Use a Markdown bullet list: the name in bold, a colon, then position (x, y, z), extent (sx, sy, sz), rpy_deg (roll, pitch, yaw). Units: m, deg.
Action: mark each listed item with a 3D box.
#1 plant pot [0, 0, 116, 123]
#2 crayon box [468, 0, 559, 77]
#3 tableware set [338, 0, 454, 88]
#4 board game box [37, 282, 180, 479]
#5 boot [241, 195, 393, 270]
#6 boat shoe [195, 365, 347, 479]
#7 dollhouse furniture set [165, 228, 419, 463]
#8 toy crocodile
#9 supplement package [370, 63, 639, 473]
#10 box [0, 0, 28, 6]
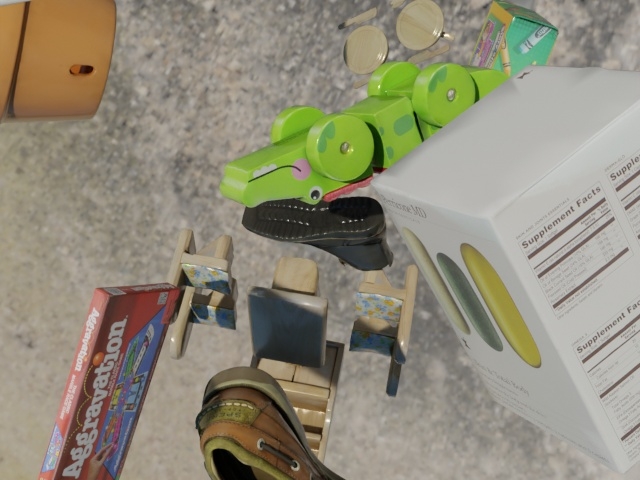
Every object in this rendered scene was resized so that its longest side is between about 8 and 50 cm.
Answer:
- **plant pot**: position (-0.443, -0.308, 1.672), extent (0.203, 0.291, 0.291), rpy_deg (9, 147, -21)
- **crayon box**: position (0.283, -0.240, 1.734), extent (0.081, 0.165, 0.279), rpy_deg (17, 110, -9)
- **tableware set**: position (0.129, -0.345, 1.818), extent (0.194, 0.128, 0.039), rpy_deg (-20, 166, 27)
- **board game box**: position (-0.269, 0.190, 1.342), extent (0.027, 0.145, 0.281), rpy_deg (25, 103, 27)
- **boot**: position (0.000, 0.000, 1.469), extent (0.197, 0.077, 0.137), rpy_deg (6, 152, 18)
- **boat shoe**: position (-0.028, 0.266, 1.021), extent (0.110, 0.104, 0.307), rpy_deg (-27, 116, 20)
- **dollhouse furniture set**: position (-0.056, 0.208, 1.667), extent (0.361, 0.257, 0.394), rpy_deg (9, 150, 4)
- **toy crocodile**: position (0.055, -0.107, 1.086), extent (0.115, 0.340, 0.105), rpy_deg (17, 129, 58)
- **supplement package**: position (0.217, 0.014, 0.914), extent (0.263, 0.198, 0.199), rpy_deg (59, 165, -22)
- **box**: position (-0.290, -0.383, 1.194), extent (0.214, 0.345, 0.168), rpy_deg (-8, 113, 7)
